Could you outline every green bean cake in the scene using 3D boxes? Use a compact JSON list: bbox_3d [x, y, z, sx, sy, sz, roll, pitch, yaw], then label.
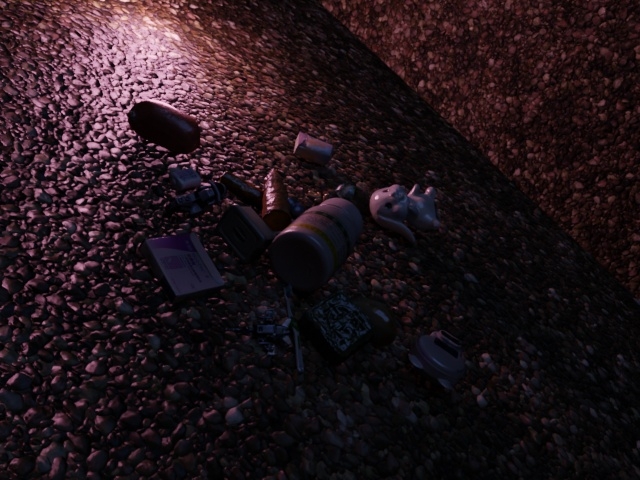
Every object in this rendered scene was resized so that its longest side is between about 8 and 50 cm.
[{"bbox_3d":[0.051,0.255,1.743,0.185,0.094,0.183,-28,71,-40],"label":"green bean cake"}]

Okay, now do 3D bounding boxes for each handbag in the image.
[{"bbox_3d":[-0.020,-0.374,2.420,0.173,0.095,0.117,21,41,-15],"label":"handbag"}]

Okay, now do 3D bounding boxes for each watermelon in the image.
[{"bbox_3d":[0.098,-0.189,2.355,0.085,0.085,0.061,54,-2,24],"label":"watermelon"}]

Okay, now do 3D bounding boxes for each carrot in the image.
[{"bbox_3d":[-0.151,-0.150,1.942,0.101,0.102,0.263,17,42,-25],"label":"carrot"},{"bbox_3d":[-0.226,-0.156,2.010,0.260,0.070,0.070,30,35,-8],"label":"carrot"}]

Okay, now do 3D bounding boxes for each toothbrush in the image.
[{"bbox_3d":[-0.078,0.252,1.707,0.030,0.030,0.304,15,43,-27],"label":"toothbrush"}]

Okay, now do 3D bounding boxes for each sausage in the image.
[{"bbox_3d":[-0.512,-0.382,1.973,0.254,0.148,0.148,33,35,-3],"label":"sausage"}]

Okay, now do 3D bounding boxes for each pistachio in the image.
[{"bbox_3d":[0.163,0.248,1.850,0.185,0.126,0.108,42,-4,11],"label":"pistachio"}]

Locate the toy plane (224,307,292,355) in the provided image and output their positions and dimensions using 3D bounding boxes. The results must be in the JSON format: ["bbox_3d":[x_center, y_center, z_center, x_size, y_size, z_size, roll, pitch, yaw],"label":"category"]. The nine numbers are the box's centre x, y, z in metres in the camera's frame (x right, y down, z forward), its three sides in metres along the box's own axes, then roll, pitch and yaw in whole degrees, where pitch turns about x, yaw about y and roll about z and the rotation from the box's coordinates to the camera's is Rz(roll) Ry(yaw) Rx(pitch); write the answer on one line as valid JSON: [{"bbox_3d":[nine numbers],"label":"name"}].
[{"bbox_3d":[-0.165,0.245,1.606,0.188,0.062,0.135,10,68,-28],"label":"toy plane"}]

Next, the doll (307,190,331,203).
[{"bbox_3d":[-0.004,-0.157,2.241,0.093,0.051,0.062,7,36,9],"label":"doll"}]

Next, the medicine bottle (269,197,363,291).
[{"bbox_3d":[0.000,0.000,1.901,0.208,0.208,0.340,39,35,4],"label":"medicine bottle"}]

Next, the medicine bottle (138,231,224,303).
[{"bbox_3d":[-0.383,0.073,1.634,0.171,0.052,0.201,-10,57,-46],"label":"medicine bottle"}]

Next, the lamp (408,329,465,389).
[{"bbox_3d":[0.370,0.376,1.866,0.179,0.108,0.246,38,28,9],"label":"lamp"}]

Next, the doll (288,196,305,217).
[{"bbox_3d":[-0.097,-0.113,2.093,0.083,0.050,0.076,39,39,2],"label":"doll"}]

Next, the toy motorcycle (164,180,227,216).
[{"bbox_3d":[-0.369,-0.125,1.811,0.215,0.122,0.080,-18,77,-49],"label":"toy motorcycle"}]

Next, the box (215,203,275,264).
[{"bbox_3d":[-0.225,-0.024,1.825,0.172,0.124,0.092,49,27,16],"label":"box"}]

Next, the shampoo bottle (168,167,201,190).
[{"bbox_3d":[-0.441,-0.196,1.900,0.072,0.043,0.099,46,37,15],"label":"shampoo bottle"}]

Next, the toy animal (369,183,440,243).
[{"bbox_3d":[0.338,-0.131,2.376,0.289,0.174,0.249,32,47,-8],"label":"toy animal"}]
